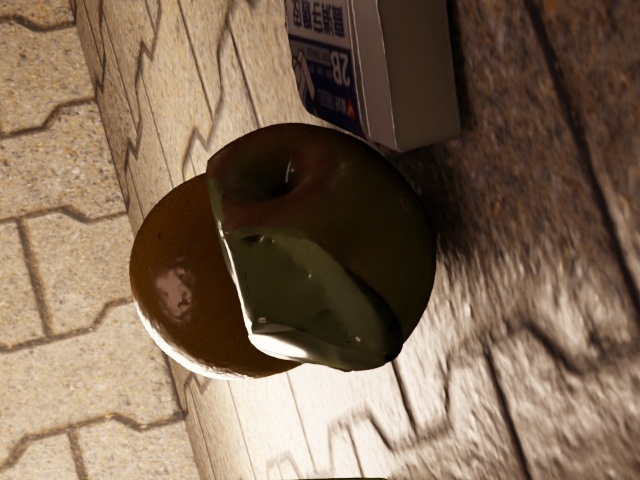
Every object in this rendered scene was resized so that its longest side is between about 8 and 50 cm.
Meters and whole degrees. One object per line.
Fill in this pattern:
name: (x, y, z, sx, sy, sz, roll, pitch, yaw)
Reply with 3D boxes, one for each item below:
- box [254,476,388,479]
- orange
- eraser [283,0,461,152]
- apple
box: (-0.018, 0.280, 1.262, 0.141, 0.220, 0.064, -165, 78, -75)
orange: (-0.081, 0.033, 1.282, 0.236, 0.236, 0.236, 166, 90, -75)
eraser: (0.036, -0.145, 0.978, 0.210, 0.068, 0.124, -144, 45, -68)
apple: (0.000, 0.000, 1.021, 0.207, 0.174, 0.188, 49, 157, 37)
